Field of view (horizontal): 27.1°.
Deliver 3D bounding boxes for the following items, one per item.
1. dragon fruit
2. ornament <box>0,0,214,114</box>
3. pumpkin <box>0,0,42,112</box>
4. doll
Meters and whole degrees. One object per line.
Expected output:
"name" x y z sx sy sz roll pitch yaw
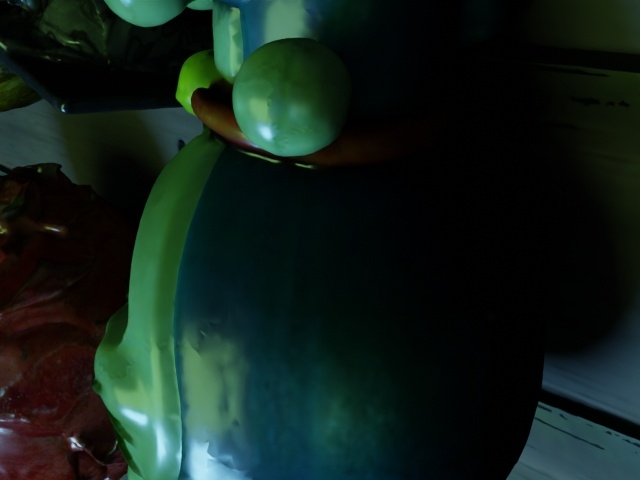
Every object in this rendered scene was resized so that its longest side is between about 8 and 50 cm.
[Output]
"dragon fruit" -0.212 0.068 0.970 0.252 0.241 0.241 52 155 -7
"ornament" -0.088 -0.179 0.646 0.153 0.166 0.196 34 125 47
"pumpkin" -0.217 -0.188 0.848 0.219 0.162 0.219 -18 -90 -89
"doll" 0.000 0.000 0.546 0.198 0.186 0.322 -61 -28 -69
